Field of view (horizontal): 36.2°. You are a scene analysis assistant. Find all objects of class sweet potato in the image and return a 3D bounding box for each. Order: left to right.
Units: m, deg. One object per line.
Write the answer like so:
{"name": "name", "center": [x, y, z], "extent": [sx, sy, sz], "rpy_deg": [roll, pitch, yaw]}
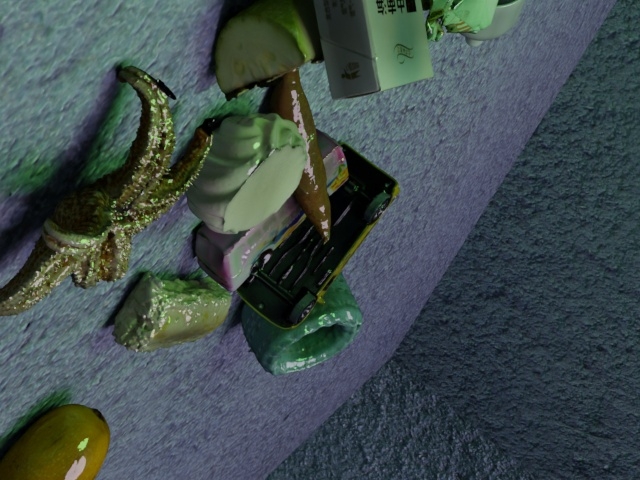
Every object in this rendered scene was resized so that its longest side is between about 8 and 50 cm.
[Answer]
{"name": "sweet potato", "center": [-0.032, -0.119, 1.399], "extent": [0.072, 0.066, 0.314], "rpy_deg": [-23, 128, -15]}

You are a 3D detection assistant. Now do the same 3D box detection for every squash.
{"name": "squash", "center": [-0.003, -0.272, 1.165], "extent": [0.252, 0.093, 0.169], "rpy_deg": [-38, -163, -36]}

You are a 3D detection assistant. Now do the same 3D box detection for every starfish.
{"name": "starfish", "center": [-0.232, -0.040, 1.045], "extent": [0.303, 0.113, 0.312], "rpy_deg": [-54, 175, 19]}

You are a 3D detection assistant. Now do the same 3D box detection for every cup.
{"name": "cup", "center": [0.266, -0.420, 1.633], "extent": [0.134, 0.174, 0.142], "rpy_deg": [-16, 160, -7]}

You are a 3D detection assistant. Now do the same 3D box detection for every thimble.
{"name": "thimble", "center": [-0.041, 0.158, 1.904], "extent": [0.235, 0.143, 0.198], "rpy_deg": [-30, 151, 7]}

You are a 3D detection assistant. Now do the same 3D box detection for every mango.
{"name": "mango", "center": [-0.418, 0.363, 1.434], "extent": [0.295, 0.120, 0.177], "rpy_deg": [-52, 173, 8]}

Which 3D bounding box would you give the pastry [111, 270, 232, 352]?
{"name": "pastry", "center": [-0.219, 0.109, 1.487], "extent": [0.121, 0.089, 0.258], "rpy_deg": [-41, 165, 12]}

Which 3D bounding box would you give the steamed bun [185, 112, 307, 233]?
{"name": "steamed bun", "center": [-0.102, -0.097, 1.290], "extent": [0.183, 0.106, 0.183], "rpy_deg": [-43, 159, -21]}

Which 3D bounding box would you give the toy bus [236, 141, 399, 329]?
{"name": "toy bus", "center": [0.000, 0.000, 1.755], "extent": [0.331, 0.145, 0.151], "rpy_deg": [-53, 168, 3]}

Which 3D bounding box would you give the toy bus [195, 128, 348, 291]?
{"name": "toy bus", "center": [-0.077, -0.053, 1.507], "extent": [0.274, 0.090, 0.112], "rpy_deg": [-46, 158, -19]}

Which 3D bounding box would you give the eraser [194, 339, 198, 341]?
{"name": "eraser", "center": [-0.229, 0.154, 1.647], "extent": [0.019, 0.038, 0.083], "rpy_deg": [-57, 166, 2]}

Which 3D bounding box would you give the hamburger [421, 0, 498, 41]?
{"name": "hamburger", "center": [0.192, -0.390, 1.443], "extent": [0.214, 0.125, 0.235], "rpy_deg": [-10, 133, -60]}

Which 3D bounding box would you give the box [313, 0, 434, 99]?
{"name": "box", "center": [0.051, -0.286, 1.087], "extent": [0.155, 0.067, 0.243], "rpy_deg": [-24, 107, -57]}
